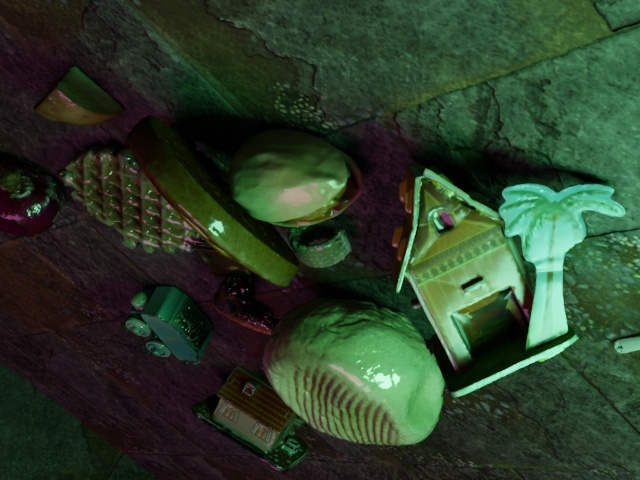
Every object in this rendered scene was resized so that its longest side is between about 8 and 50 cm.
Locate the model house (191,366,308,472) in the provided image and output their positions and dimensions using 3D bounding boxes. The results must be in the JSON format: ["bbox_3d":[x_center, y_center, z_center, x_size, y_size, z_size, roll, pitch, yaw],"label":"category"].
[{"bbox_3d":[-0.147,0.421,2.641,0.294,0.154,0.207,30,-164,16],"label":"model house"}]

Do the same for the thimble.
[{"bbox_3d":[0.000,0.000,1.857,0.110,0.084,0.062,-1,143,23],"label":"thimble"}]

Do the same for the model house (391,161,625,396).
[{"bbox_3d":[0.263,-0.001,1.592,0.324,0.340,0.300,62,-175,-10],"label":"model house"}]

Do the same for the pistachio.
[{"bbox_3d":[-0.042,-0.099,1.689,0.229,0.157,0.157,6,144,30],"label":"pistachio"}]

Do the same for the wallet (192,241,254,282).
[{"bbox_3d":[-0.190,0.043,2.113,0.095,0.026,0.176,8,160,13],"label":"wallet"}]

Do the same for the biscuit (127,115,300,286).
[{"bbox_3d":[-0.184,-0.067,1.741,0.350,0.070,0.394,52,-173,38],"label":"biscuit"}]

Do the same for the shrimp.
[{"bbox_3d":[-0.128,0.153,2.223,0.222,0.054,0.290,24,160,3],"label":"shrimp"}]

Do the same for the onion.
[{"bbox_3d":[-0.651,-0.073,2.282,0.195,0.140,0.218,18,154,6],"label":"onion"}]

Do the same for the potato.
[{"bbox_3d":[-0.440,-0.228,1.888,0.120,0.081,0.149,42,149,-18],"label":"potato"}]

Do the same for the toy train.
[{"bbox_3d":[-0.351,0.195,2.458,0.163,0.112,0.203,-2,140,34],"label":"toy train"}]

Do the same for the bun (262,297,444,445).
[{"bbox_3d":[0.075,0.237,2.018,0.352,0.227,0.349,21,150,10],"label":"bun"}]

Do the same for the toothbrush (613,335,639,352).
[{"bbox_3d":[0.568,0.143,1.642,0.030,0.030,0.304,37,152,-15],"label":"toothbrush"}]

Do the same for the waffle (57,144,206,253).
[{"bbox_3d":[-0.367,-0.076,2.087,0.309,0.056,0.292,-9,133,45],"label":"waffle"}]
